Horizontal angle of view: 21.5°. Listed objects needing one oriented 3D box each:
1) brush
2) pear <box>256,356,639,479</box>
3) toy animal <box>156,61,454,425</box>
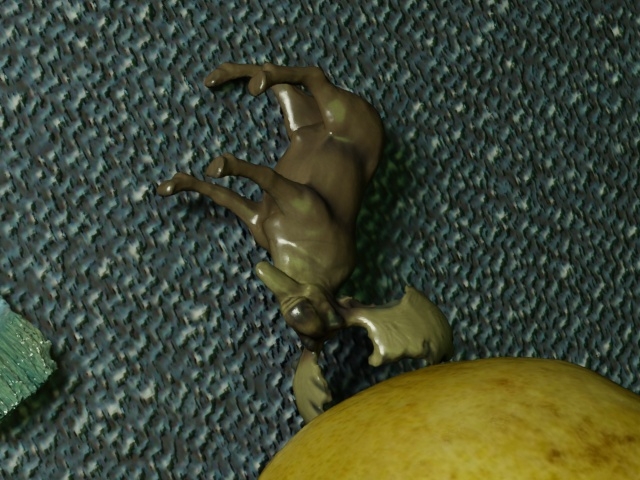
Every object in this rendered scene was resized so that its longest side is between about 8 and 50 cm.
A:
[{"bbox_3d":[-0.220,0.012,0.900,0.070,0.021,0.196,-42,101,-33],"label":"brush"},{"bbox_3d":[0.091,0.209,0.877,0.314,0.314,0.314,8,75,-29],"label":"pear"},{"bbox_3d":[0.000,0.000,0.993,0.186,0.094,0.214,38,53,-27],"label":"toy animal"}]
